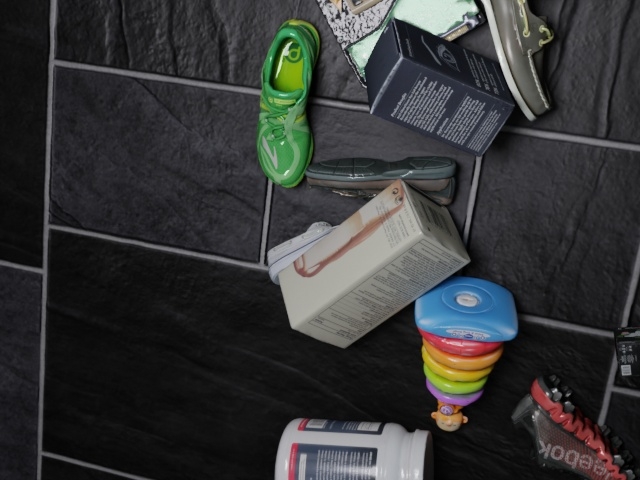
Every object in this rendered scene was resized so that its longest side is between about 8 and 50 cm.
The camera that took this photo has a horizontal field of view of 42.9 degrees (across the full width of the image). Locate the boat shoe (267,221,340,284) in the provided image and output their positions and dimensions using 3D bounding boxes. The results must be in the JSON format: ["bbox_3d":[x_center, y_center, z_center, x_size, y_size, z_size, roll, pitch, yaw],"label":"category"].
[{"bbox_3d":[0.000,0.000,1.494,0.226,0.083,0.076,-24,58,6],"label":"boat shoe"}]

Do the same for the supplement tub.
[{"bbox_3d":[0.067,0.434,1.524,0.272,0.191,0.191,0,103,15],"label":"supplement tub"}]

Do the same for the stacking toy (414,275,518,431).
[{"bbox_3d":[0.244,0.230,1.468,0.175,0.166,0.302,7,120,5],"label":"stacking toy"}]

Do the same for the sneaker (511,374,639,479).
[{"bbox_3d":[0.453,0.374,1.459,0.276,0.097,0.135,45,109,3],"label":"sneaker"}]

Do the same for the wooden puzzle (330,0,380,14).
[{"bbox_3d":[0.067,-0.418,1.342,0.116,0.014,0.078,-32,94,19],"label":"wooden puzzle"}]

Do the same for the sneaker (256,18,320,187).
[{"bbox_3d":[-0.069,-0.238,1.430,0.109,0.123,0.295,8,106,12],"label":"sneaker"}]

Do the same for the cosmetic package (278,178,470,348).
[{"bbox_3d":[0.087,0.047,1.414,0.296,0.153,0.129,-37,49,24],"label":"cosmetic package"}]

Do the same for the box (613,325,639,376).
[{"bbox_3d":[0.535,0.189,1.398,0.052,0.083,0.062,-6,102,17],"label":"box"}]

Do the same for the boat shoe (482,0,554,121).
[{"bbox_3d":[0.320,-0.346,1.310,0.091,0.109,0.305,-19,94,22],"label":"boat shoe"}]

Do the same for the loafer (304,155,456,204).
[{"bbox_3d":[0.106,-0.097,1.439,0.268,0.096,0.084,-1,115,11],"label":"loafer"}]

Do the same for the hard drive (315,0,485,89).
[{"bbox_3d":[0.097,-0.457,1.365,0.237,0.064,0.339,-28,94,19],"label":"hard drive"}]

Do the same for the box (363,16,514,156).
[{"bbox_3d":[0.185,-0.246,1.302,0.207,0.153,0.108,19,126,-15],"label":"box"}]
